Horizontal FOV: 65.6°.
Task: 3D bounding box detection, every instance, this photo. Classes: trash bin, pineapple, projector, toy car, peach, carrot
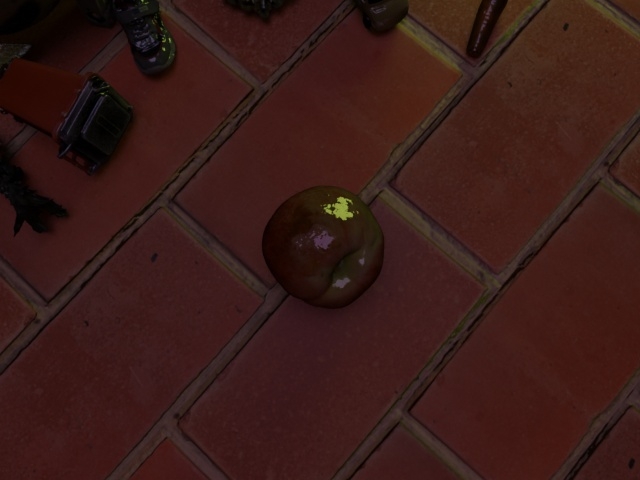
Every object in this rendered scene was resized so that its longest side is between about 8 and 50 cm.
[{"bbox_3d":[-0.547,-0.265,1.038,0.239,0.161,0.184,21,82,12],"label":"trash bin"},{"bbox_3d":[-0.664,-0.126,1.036,0.277,0.130,0.119,43,55,9],"label":"pineapple"},{"bbox_3d":[-0.483,-0.551,1.077,0.061,0.147,0.115,11,81,-6],"label":"projector"},{"bbox_3d":[0.097,-0.594,1.089,0.101,0.124,0.256,-32,81,-3],"label":"toy car"},{"bbox_3d":[0.000,0.000,0.957,0.233,0.256,0.232,-11,120,-19],"label":"peach"},{"bbox_3d":[0.369,-0.489,1.109,0.055,0.055,0.161,23,89,4],"label":"carrot"}]

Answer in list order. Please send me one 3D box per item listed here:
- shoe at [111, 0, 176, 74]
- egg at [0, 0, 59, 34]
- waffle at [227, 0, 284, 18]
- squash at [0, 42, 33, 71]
[{"bbox_3d":[-0.391,-0.481,1.079,0.099,0.125,0.227,-21,80,-5],"label":"shoe"},{"bbox_3d":[-0.650,-0.589,0.930,0.345,0.428,0.344,19,61,-39],"label":"egg"},{"bbox_3d":[-0.147,-0.616,1.132,0.223,0.054,0.204,36,83,8],"label":"waffle"},{"bbox_3d":[-0.804,-0.410,1.074,0.289,0.111,0.203,-41,116,-2],"label":"squash"}]
